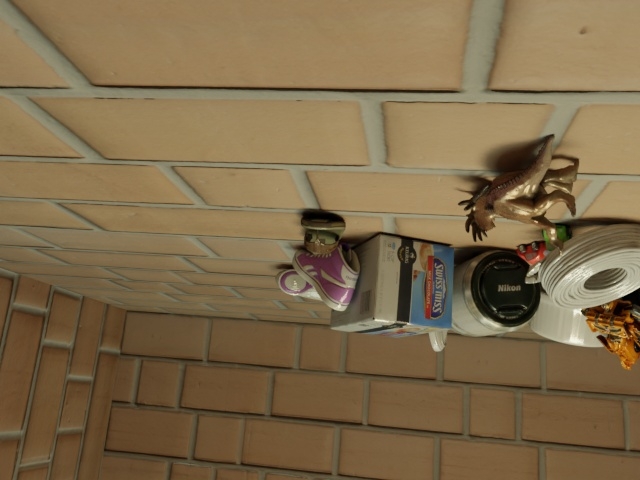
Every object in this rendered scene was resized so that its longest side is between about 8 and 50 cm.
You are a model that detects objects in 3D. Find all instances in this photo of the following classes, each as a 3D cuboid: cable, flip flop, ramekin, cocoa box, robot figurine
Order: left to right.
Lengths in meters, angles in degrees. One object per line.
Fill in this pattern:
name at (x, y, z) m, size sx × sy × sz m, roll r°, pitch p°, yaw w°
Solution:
flip flop at (0.000, 0.000, 1.519) m, size 0.112 × 0.080 × 0.277 m, roll 6°, pitch 166°, yaw -3°
cocoa box at (0.195, 0.142, 1.695) m, size 0.227 × 0.232 × 0.347 m, roll 10°, pitch 165°, yaw -16°
ramekin at (0.757, 0.216, 1.793) m, size 0.276 × 0.135 × 0.277 m, roll 5°, pitch -170°, yaw -1°
cable at (0.634, 0.062, 1.366) m, size 0.256 × 0.089 × 0.257 m, roll 6°, pitch 142°, yaw -21°
robot figurine at (0.804, 0.247, 1.565) m, size 0.291 × 0.085 × 0.211 m, roll 41°, pitch 162°, yaw -27°

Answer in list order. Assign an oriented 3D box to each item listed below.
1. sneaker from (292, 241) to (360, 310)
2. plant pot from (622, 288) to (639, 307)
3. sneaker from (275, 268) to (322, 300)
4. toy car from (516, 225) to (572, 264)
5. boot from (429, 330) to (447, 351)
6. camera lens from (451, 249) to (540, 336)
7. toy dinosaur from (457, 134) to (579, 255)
sneaker at (0.026, 0.060, 1.698) m, size 0.102 × 0.161 × 0.282 m, roll 9°, pitch -159°, yaw -37°
plant pot at (0.911, 0.144, 1.594) m, size 0.187 × 0.167 × 0.187 m, roll 3°, pitch 165°, yaw 12°
sneaker at (-0.015, 0.151, 2.110) m, size 0.304 × 0.114 × 0.152 m, roll 15°, pitch 177°, yaw -18°
toy car at (0.576, 0.016, 1.438) m, size 0.238 × 0.053 × 0.225 m, roll -4°, pitch 163°, yaw 30°
boot at (0.398, 0.212, 1.855) m, size 0.123 × 0.259 × 0.095 m, roll -6°, pitch 174°, yaw 25°
camera lens at (0.461, 0.154, 1.677) m, size 0.219 × 0.220 × 0.274 m, roll 8°, pitch 166°, yaw -10°
toy dinosaur at (0.338, -0.073, 1.057) m, size 0.200 × 0.127 × 0.296 m, roll 8°, pitch 161°, yaw 17°
